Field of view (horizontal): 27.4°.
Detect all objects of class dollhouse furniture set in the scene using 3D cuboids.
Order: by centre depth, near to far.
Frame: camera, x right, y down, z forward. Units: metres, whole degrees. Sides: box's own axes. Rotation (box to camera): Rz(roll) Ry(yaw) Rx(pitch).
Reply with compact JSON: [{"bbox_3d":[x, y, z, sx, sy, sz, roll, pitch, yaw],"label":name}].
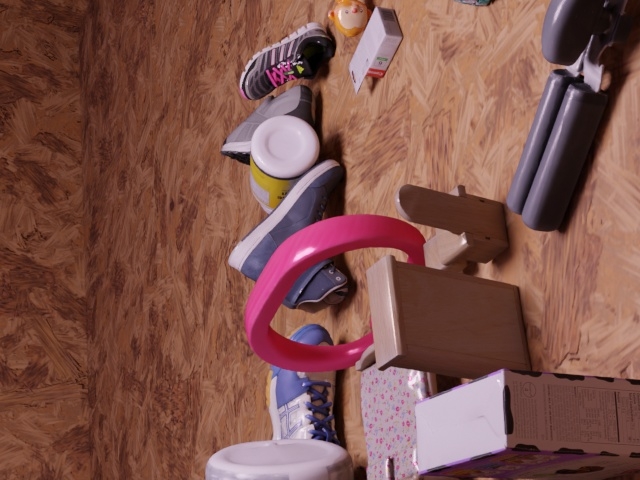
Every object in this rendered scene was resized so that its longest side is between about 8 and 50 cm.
[{"bbox_3d":[0.057,0.141,1.514,0.355,0.173,0.303,-40,46,48],"label":"dollhouse furniture set"}]

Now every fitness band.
[{"bbox_3d":[0.021,0.073,1.641,0.291,0.209,0.054,120,148,-46],"label":"fitness band"}]

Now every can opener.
[{"bbox_3d":[0.242,-0.145,1.326,0.074,0.093,0.280,-121,38,-56],"label":"can opener"}]

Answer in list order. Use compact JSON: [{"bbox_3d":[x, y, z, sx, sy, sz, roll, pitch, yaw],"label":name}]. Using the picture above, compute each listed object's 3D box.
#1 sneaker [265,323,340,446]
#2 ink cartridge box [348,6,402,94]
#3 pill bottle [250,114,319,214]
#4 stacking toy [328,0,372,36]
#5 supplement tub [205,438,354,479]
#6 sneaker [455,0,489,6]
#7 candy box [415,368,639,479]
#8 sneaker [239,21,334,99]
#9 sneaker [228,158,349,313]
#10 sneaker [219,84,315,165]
[{"bbox_3d":[-0.008,0.269,1.838,0.131,0.111,0.297,18,102,51],"label":"sneaker"},{"bbox_3d":[0.076,-0.265,1.851,0.115,0.029,0.063,116,151,-42],"label":"ink cartridge box"},{"bbox_3d":[-0.056,-0.106,1.998,0.184,0.103,0.103,97,171,-66],"label":"pill bottle"},{"bbox_3d":[0.024,-0.443,1.909,0.165,0.175,0.302,154,109,-68],"label":"stacking toy"},{"bbox_3d":[-0.047,0.428,1.694,0.193,0.193,0.316,-175,81,-69],"label":"supplement tub"},{"bbox_3d":[0.165,-0.334,1.607,0.166,0.065,0.076,43,120,62],"label":"sneaker"},{"bbox_3d":[0.207,0.168,1.160,0.165,0.196,0.070,144,129,-62],"label":"candy box"},{"bbox_3d":[-0.048,-0.272,2.035,0.075,0.170,0.063,44,168,50],"label":"sneaker"},{"bbox_3d":[-0.001,0.001,1.900,0.226,0.163,0.086,-49,-14,-20],"label":"sneaker"},{"bbox_3d":[-0.077,-0.180,2.143,0.271,0.100,0.108,-16,59,60],"label":"sneaker"}]
